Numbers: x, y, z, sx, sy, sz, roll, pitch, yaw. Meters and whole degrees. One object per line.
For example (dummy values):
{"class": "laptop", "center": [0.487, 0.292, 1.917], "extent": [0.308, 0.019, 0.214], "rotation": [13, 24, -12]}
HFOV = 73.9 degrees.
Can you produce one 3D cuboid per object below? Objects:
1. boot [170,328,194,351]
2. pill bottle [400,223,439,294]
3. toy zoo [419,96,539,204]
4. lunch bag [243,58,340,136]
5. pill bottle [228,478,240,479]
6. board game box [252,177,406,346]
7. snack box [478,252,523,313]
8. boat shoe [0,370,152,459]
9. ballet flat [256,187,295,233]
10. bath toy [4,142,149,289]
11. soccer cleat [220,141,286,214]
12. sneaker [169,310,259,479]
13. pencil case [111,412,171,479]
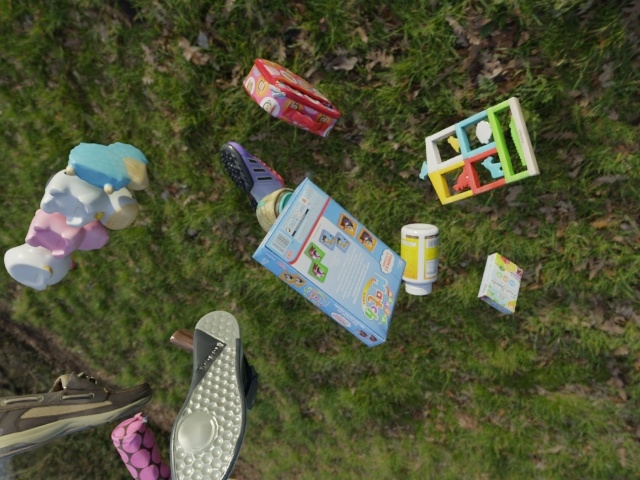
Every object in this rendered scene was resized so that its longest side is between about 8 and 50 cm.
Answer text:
{"class": "boot", "center": [-0.230, 0.199, 0.851], "extent": [0.114, 0.106, 0.037], "rotation": [17, 96, 13]}
{"class": "pill bottle", "center": [0.316, 0.060, 1.362], "extent": [0.117, 0.117, 0.215], "rotation": [10, 108, 40]}
{"class": "toy zoo", "center": [0.383, -0.211, 1.093], "extent": [0.293, 0.030, 0.192], "rotation": [-20, 81, 46]}
{"class": "lunch bag", "center": [-0.084, -0.444, 1.371], "extent": [0.120, 0.293, 0.258], "rotation": [-52, 51, 26]}
{"class": "pill bottle", "center": [-0.086, 0.537, 0.769], "extent": [0.272, 0.152, 0.152], "rotation": [-6, 114, 29]}
{"class": "board game box", "center": [0.025, 0.028, 0.617], "extent": [0.211, 0.160, 0.039], "rotation": [39, 135, -12]}
{"class": "snack box", "center": [0.505, 0.120, 1.191], "extent": [0.100, 0.141, 0.037], "rotation": [31, 153, -9]}
{"class": "boat shoe", "center": [-0.524, 0.344, 0.911], "extent": [0.132, 0.355, 0.130], "rotation": [-25, 76, 27]}
{"class": "ballet flat", "center": [0.000, 0.000, 0.951], "extent": [0.348, 0.123, 0.123], "rotation": [34, 152, -34]}
{"class": "bath toy", "center": [-0.460, -0.037, 0.806], "extent": [0.151, 0.129, 0.348], "rotation": [36, 119, -29]}
{"class": "soccer cleat", "center": [-0.167, -0.168, 1.193], "extent": [0.108, 0.116, 0.318], "rotation": [30, 160, 40]}
{"class": "sneaker", "center": [-0.131, 0.232, 0.563], "extent": [0.086, 0.226, 0.163], "rotation": [1, 135, -3]}
{"class": "pencil case", "center": [-0.483, 0.587, 1.173], "extent": [0.095, 0.098, 0.209], "rotation": [-16, 104, 4]}
